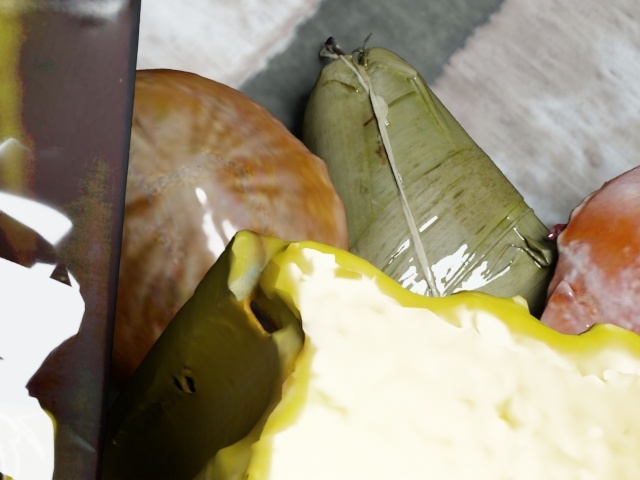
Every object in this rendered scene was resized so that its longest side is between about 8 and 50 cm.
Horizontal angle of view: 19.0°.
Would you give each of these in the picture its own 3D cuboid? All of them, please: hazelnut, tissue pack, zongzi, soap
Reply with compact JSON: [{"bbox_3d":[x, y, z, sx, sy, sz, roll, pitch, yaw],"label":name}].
[{"bbox_3d":[-0.063,-0.001,0.831,0.150,0.150,0.150,8,65,-18],"label":"hazelnut"},{"bbox_3d":[-0.189,-0.042,0.731,0.198,0.210,0.370,12,73,-27],"label":"tissue pack"},{"bbox_3d":[0.000,0.000,0.908,0.178,0.081,0.189,-35,74,-13],"label":"zongzi"},{"bbox_3d":[0.017,0.110,0.715,0.204,0.324,0.096,19,66,-11],"label":"soap"}]

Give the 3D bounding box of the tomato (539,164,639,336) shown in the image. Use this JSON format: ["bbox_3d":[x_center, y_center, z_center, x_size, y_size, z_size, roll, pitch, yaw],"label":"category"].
[{"bbox_3d":[0.202,0.059,0.881,0.228,0.112,0.199,-7,93,-42],"label":"tomato"}]
